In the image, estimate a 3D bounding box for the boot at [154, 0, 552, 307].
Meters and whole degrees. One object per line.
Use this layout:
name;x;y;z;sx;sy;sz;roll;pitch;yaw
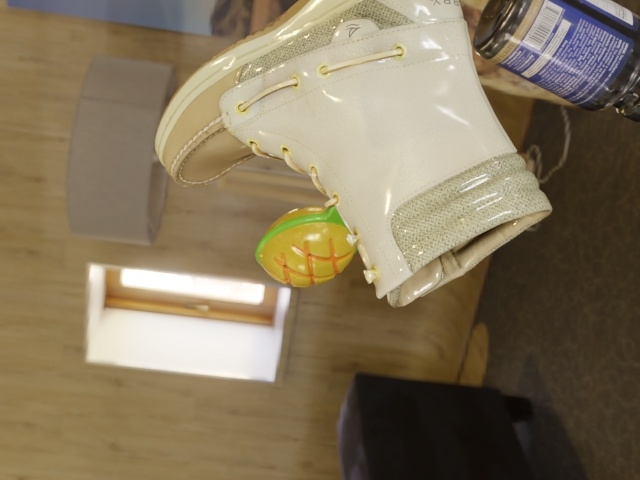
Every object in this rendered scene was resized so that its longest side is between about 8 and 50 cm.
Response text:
boot;0.005;-0.037;0.471;0.213;0.077;0.165;-29;76;32

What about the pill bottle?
pill bottle;0.300;-0.226;0.996;0.123;0.219;0.123;-61;11;21

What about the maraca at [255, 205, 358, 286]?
maraca;0.000;0.000;1.130;0.185;0.127;0.099;-28;54;26
